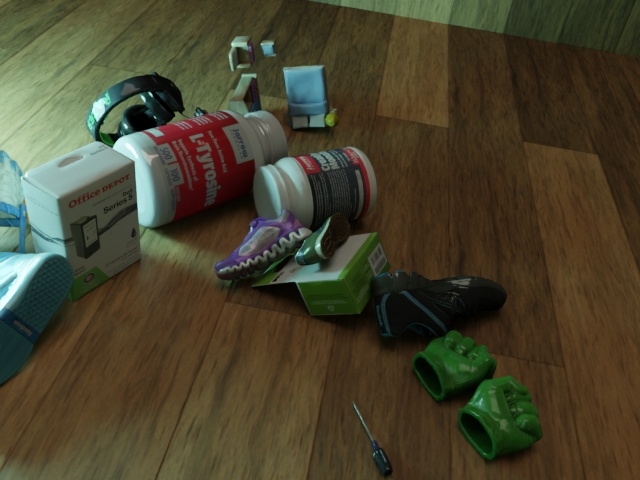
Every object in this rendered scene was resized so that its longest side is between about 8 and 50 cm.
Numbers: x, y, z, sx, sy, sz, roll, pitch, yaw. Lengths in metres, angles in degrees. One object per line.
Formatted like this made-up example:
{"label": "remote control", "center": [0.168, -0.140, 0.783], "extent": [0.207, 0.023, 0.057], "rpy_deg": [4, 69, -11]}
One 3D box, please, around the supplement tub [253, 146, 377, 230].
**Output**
{"label": "supplement tub", "center": [-0.013, -0.124, 1.667], "extent": [0.272, 0.191, 0.191], "rpy_deg": [-13, 43, -26]}

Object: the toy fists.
{"label": "toy fists", "center": [0.311, 0.287, 1.291], "extent": [0.142, 0.096, 0.279], "rpy_deg": [-15, 42, -28]}

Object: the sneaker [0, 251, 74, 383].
{"label": "sneaker", "center": [-0.643, 0.150, 1.281], "extent": [0.208, 0.127, 0.319], "rpy_deg": [7, 48, 30]}

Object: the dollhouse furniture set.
{"label": "dollhouse furniture set", "center": [-0.104, -0.442, 1.971], "extent": [0.303, 0.287, 0.198], "rpy_deg": [0, 38, 7]}

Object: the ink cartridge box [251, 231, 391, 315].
{"label": "ink cartridge box", "center": [0.003, 0.080, 1.506], "extent": [0.255, 0.097, 0.189], "rpy_deg": [-8, 27, 35]}

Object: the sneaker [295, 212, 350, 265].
{"label": "sneaker", "center": [0.000, 0.000, 1.474], "extent": [0.086, 0.064, 0.192], "rpy_deg": [-25, 13, 26]}

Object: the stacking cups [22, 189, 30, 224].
{"label": "stacking cups", "center": [-0.718, -0.090, 1.580], "extent": [0.316, 0.096, 0.096], "rpy_deg": [20, 40, 9]}

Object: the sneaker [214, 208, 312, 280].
{"label": "sneaker", "center": [-0.140, 0.005, 1.505], "extent": [0.236, 0.095, 0.105], "rpy_deg": [-28, 81, -11]}

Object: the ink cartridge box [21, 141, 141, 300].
{"label": "ink cartridge box", "center": [-0.496, -0.042, 1.405], "extent": [0.114, 0.273, 0.198], "rpy_deg": [28, 42, 23]}

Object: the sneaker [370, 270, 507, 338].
{"label": "sneaker", "center": [0.262, 0.149, 1.461], "extent": [0.340, 0.125, 0.140], "rpy_deg": [3, 76, -23]}

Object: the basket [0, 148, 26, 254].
{"label": "basket", "center": [-0.754, -0.048, 1.421], "extent": [0.254, 0.201, 0.289], "rpy_deg": [5, 75, -8]}

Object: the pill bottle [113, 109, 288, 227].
{"label": "pill bottle", "center": [-0.292, -0.198, 1.676], "extent": [0.407, 0.229, 0.229], "rpy_deg": [-24, 49, -34]}

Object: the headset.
{"label": "headset", "center": [-0.451, -0.334, 1.844], "extent": [0.185, 0.243, 0.394], "rpy_deg": [53, 33, 12]}

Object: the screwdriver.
{"label": "screwdriver", "center": [0.094, 0.358, 1.221], "extent": [0.025, 0.024, 0.170], "rpy_deg": [-27, 41, 3]}
